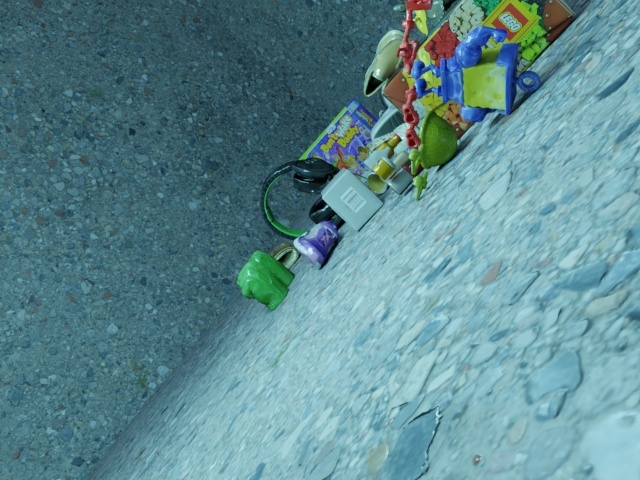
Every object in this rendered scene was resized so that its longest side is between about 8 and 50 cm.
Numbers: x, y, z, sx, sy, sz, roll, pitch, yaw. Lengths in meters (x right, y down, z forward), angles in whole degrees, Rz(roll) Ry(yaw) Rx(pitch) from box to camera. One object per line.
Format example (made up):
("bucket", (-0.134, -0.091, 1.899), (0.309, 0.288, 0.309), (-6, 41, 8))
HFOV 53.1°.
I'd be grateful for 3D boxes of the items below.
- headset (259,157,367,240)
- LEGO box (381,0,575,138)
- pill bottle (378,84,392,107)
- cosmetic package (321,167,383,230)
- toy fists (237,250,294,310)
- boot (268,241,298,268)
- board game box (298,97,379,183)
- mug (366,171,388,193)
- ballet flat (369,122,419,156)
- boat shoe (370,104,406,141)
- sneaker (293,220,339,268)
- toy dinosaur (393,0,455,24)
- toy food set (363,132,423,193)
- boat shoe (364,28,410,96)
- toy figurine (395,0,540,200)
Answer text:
("headset", (0.008, -0.134, 1.899), (0.394, 0.243, 0.185), (-22, 21, 8))
("LEGO box", (0.343, -0.442, 1.527), (0.372, 0.193, 0.500), (-47, 6, 16))
("pill bottle", (0.324, -0.554, 2.329), (0.210, 0.210, 0.363), (-47, 6, 9))
("cosmetic package", (0.076, -0.111, 1.651), (0.107, 0.127, 0.238), (-47, 4, 2))
("toy fists", (-0.167, 0.113, 1.884), (0.096, 0.142, 0.279), (-47, 5, 14))
("boot", (-0.181, 0.098, 2.365), (0.236, 0.089, 0.269), (-48, 7, 1))
("board game box", (0.096, -0.309, 2.287), (0.347, 0.233, 0.078), (-43, 8, 47))
("mug", (0.161, -0.168, 1.711), (0.078, 0.062, 0.064), (8, 39, 42))
("ballet flat", (0.218, -0.270, 1.825), (0.241, 0.091, 0.077), (-20, 39, 63))
("boat shoe", (0.277, -0.412, 2.070), (0.320, 0.118, 0.103), (-46, 33, -12))
("sneaker", (0.000, 0.000, 1.684), (0.104, 0.095, 0.236), (-39, 6, 10))
("toy dinosaur", (0.313, -0.613, 1.504), (0.313, 0.121, 0.160), (-43, 19, 7))
("toy food set", (0.172, -0.177, 1.436), (0.104, 0.111, 0.232), (-48, 3, 7))
("boat shoe", (0.142, -0.380, 1.406), (0.190, 0.068, 0.072), (119, 175, -64))
("toy figurine", (0.267, -0.239, 1.115), (0.363, 0.217, 0.191), (74, -154, -44))
